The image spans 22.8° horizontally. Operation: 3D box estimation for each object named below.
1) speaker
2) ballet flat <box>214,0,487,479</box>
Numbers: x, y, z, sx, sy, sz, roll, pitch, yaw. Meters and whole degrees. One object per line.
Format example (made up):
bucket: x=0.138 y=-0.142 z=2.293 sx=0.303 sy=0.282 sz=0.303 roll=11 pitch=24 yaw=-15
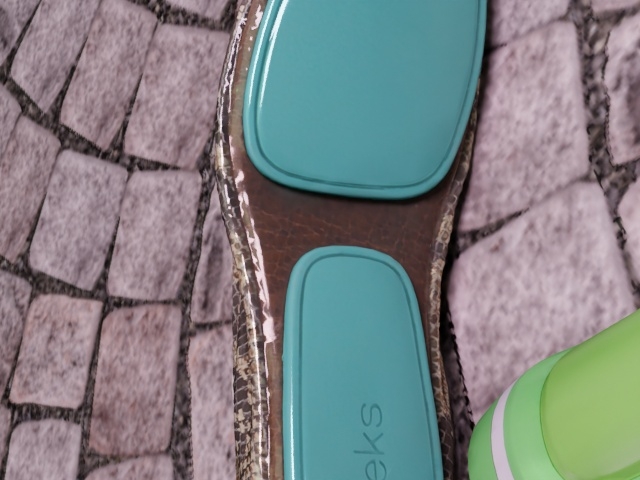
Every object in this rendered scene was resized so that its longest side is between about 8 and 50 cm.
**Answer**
speaker: x=0.206 y=0.060 z=0.692 sx=0.296 sy=0.131 sz=0.131 roll=-36 pitch=52 yaw=36
ballet flat: x=0.000 y=0.000 z=0.949 sx=0.182 sy=0.164 sz=0.482 roll=151 pitch=125 yaw=-65
